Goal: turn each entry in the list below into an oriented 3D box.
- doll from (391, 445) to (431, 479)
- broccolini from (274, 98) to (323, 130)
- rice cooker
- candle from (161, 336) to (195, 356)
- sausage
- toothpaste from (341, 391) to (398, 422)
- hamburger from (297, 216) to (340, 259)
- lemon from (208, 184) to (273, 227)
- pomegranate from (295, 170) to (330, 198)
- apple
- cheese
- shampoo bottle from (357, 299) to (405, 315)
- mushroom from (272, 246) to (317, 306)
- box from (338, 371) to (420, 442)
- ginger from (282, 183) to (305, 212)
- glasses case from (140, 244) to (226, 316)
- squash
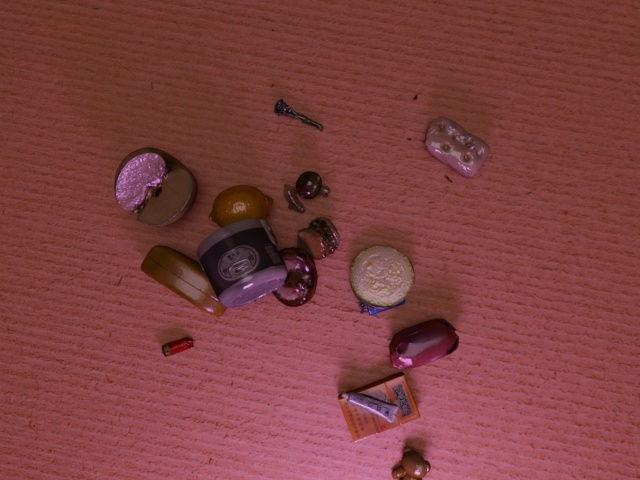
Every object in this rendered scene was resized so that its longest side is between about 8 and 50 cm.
[{"bbox_3d":[0.349,0.903,1.854,0.137,0.097,0.209,24,104,33],"label":"doll"},{"bbox_3d":[-0.087,-0.501,1.956,0.216,0.058,0.067,28,84,2],"label":"broccolini"},{"bbox_3d":[-0.280,0.073,1.742,0.289,0.288,0.276,-27,76,-1],"label":"rice cooker"},{"bbox_3d":[-0.555,0.414,1.906,0.131,0.052,0.051,-19,86,-2],"label":"candle"},{"bbox_3d":[0.389,0.396,1.845,0.280,0.152,0.152,-21,86,-2],"label":"sausage"},{"bbox_3d":[0.183,0.616,1.816,0.218,0.041,0.064,22,81,-1],"label":"toothpaste"},{"bbox_3d":[0.000,0.000,1.884,0.159,0.184,0.131,24,46,28],"label":"hamburger"},{"bbox_3d":[-0.306,-0.122,1.869,0.257,0.188,0.188,-13,86,-5],"label":"lemon"},{"bbox_3d":[-0.029,-0.212,1.919,0.142,0.114,0.114,19,86,-24],"label":"pomegranate"},{"bbox_3d":[-0.629,-0.206,1.859,0.295,0.233,0.257,33,101,-15],"label":"apple"},{"bbox_3d":[0.536,-0.377,1.922,0.263,0.093,0.159,33,86,3],"label":"cheese"},{"bbox_3d":[0.235,0.237,1.906,0.183,0.050,0.087,-20,83,0],"label":"shampoo bottle"},{"bbox_3d":[-0.104,0.136,1.872,0.194,0.138,0.231,11,102,35],"label":"mushroom"},{"bbox_3d":[0.224,0.639,1.868,0.274,0.076,0.174,-20,87,-1],"label":"box"},{"bbox_3d":[-0.113,-0.168,1.944,0.058,0.044,0.137,-28,88,-19],"label":"ginger"},{"bbox_3d":[-0.509,0.144,1.862,0.371,0.173,0.141,31,83,3],"label":"glasses case"},{"bbox_3d":[0.238,0.146,1.887,0.252,0.049,0.251,-1,74,4],"label":"squash"}]
